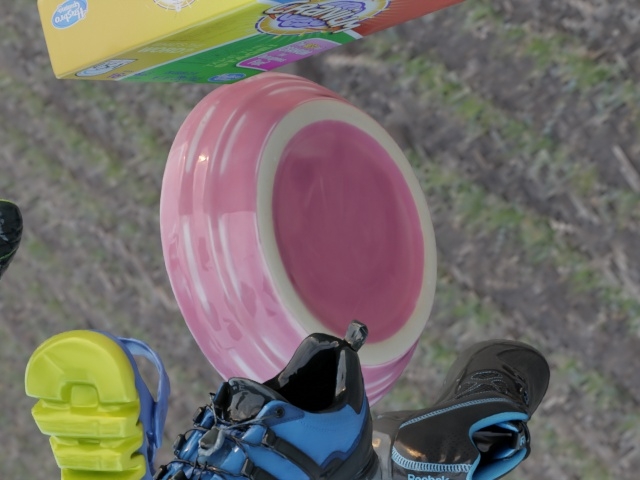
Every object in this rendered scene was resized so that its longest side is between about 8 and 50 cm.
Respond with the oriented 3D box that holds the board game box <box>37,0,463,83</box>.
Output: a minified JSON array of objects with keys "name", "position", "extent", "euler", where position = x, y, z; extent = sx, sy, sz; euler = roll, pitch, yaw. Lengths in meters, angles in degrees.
[{"name":"board game box","position":[-0.017,-0.196,1.265],"extent":[0.316,0.242,0.064],"euler":[-16,86,31]}]

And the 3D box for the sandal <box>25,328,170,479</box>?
[{"name":"sandal","position":[-0.182,0.214,1.489],"extent":[0.126,0.138,0.317],"euler":[6,108,12]}]

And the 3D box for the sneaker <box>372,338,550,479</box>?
[{"name":"sneaker","position":[0.180,0.204,1.782],"extent":[0.139,0.341,0.125],"euler":[0,109,34]}]

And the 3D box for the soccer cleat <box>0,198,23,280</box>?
[{"name":"soccer cleat","position":[-0.293,0.045,1.385],"extent":[0.179,0.060,0.072],"euler":[-56,43,26]}]

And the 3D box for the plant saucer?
[{"name":"plant saucer","position":[0.000,0.000,1.523],"extent":[0.084,0.332,0.332],"euler":[-15,106,41]}]

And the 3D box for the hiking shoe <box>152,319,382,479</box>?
[{"name":"hiking shoe","position":[-0.071,0.156,1.090],"extent":[0.113,0.304,0.132],"euler":[10,113,32]}]
